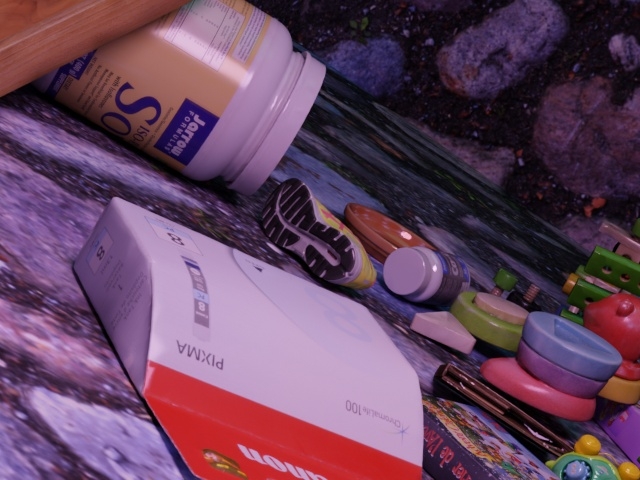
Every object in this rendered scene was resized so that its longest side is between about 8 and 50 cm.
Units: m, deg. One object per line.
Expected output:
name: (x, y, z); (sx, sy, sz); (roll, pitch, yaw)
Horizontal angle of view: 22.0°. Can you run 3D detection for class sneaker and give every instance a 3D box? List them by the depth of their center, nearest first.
sneaker: (0.000, 0.000, 2.119); (0.094, 0.081, 0.208); (31, 15, -47)

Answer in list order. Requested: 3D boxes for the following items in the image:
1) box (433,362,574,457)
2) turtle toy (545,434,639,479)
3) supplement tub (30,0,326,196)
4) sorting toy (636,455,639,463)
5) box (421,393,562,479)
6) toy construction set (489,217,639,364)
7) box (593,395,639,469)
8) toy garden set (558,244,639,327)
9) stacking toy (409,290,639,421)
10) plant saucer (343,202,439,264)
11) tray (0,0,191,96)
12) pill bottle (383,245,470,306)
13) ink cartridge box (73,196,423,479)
box: (0.203, 0.191, 1.843); (0.164, 0.021, 0.201); (33, -3, 4)
turtle toy: (0.285, 0.270, 1.698); (0.130, 0.095, 0.066); (35, 31, 9)
supplement tub: (-0.185, -0.225, 2.133); (0.331, 0.241, 0.241); (30, 11, -10)
sorting toy: (0.448, 0.284, 1.903); (0.126, 0.127, 0.365); (51, 17, 26)
box: (0.181, 0.239, 1.628); (0.159, 0.044, 0.233); (20, 16, -50)
toy construction set: (0.475, 0.097, 2.560); (0.309, 0.237, 0.257); (40, 14, 35)
box: (0.494, 0.298, 2.203); (0.201, 0.057, 0.293); (26, 13, -25)
toy garden set: (0.439, 0.122, 2.305); (0.203, 0.244, 0.049); (24, 45, 4)
stacking toy: (0.293, 0.106, 2.153); (0.279, 0.130, 0.309); (30, 16, 21)
plant saucer: (0.116, 0.012, 2.461); (0.200, 0.037, 0.200); (31, 12, -7)
tray: (-0.316, -0.297, 1.899); (0.203, 0.076, 0.411); (38, 51, 27)
pill bottle: (0.146, 0.049, 2.275); (0.078, 0.078, 0.137); (38, 12, 28)
ink cartridge box: (-0.029, 0.122, 1.446); (0.308, 0.091, 0.385); (26, 12, -31)
